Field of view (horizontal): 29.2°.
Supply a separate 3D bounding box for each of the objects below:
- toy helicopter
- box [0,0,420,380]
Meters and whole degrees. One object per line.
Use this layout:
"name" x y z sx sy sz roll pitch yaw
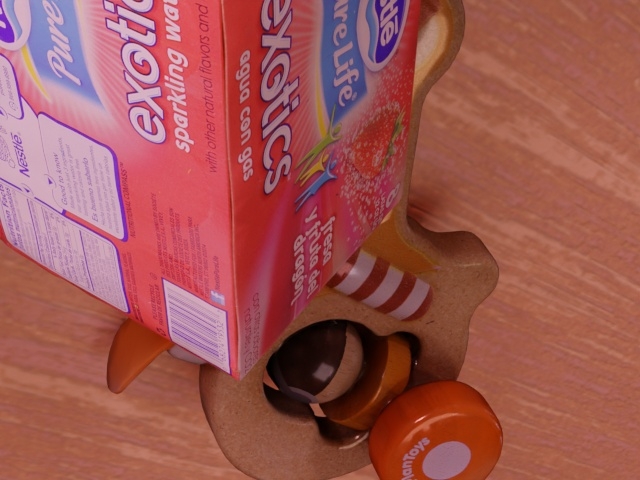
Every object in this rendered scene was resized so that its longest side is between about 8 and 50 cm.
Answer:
"toy helicopter" 0.000 0.000 0.726 0.235 0.140 0.355 -2 122 -18
"box" -0.055 -0.109 0.488 0.142 0.154 0.300 -48 153 -35
